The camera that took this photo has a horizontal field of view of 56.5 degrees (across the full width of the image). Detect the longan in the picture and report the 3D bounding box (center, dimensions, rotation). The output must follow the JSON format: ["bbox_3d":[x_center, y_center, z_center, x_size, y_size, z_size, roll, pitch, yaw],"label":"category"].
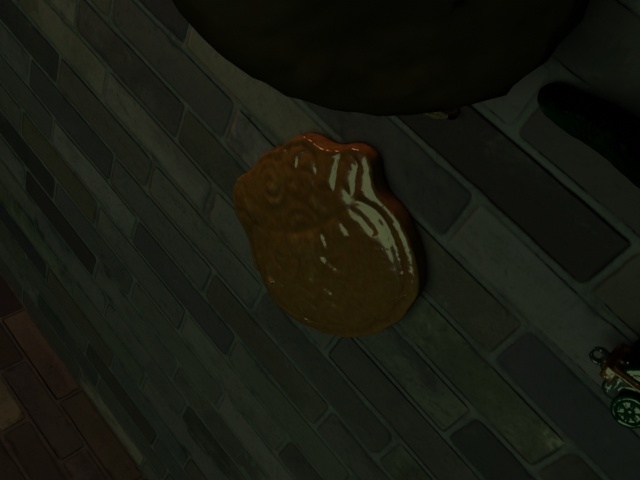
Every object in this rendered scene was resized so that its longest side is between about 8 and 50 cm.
[{"bbox_3d":[0.057,-0.328,0.566,0.404,0.437,0.403,-173,90,-74],"label":"longan"}]

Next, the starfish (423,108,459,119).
[{"bbox_3d":[0.135,-0.229,0.796,0.190,0.074,0.146,0,104,42],"label":"starfish"}]

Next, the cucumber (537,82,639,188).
[{"bbox_3d":[0.304,-0.106,0.612,0.284,0.056,0.056,-110,24,-54],"label":"cucumber"}]

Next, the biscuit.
[{"bbox_3d":[-0.002,0.001,1.042,0.385,0.062,0.364,-14,99,46],"label":"biscuit"}]

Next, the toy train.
[{"bbox_3d":[0.436,0.183,0.699,0.228,0.091,0.136,39,122,25],"label":"toy train"}]
